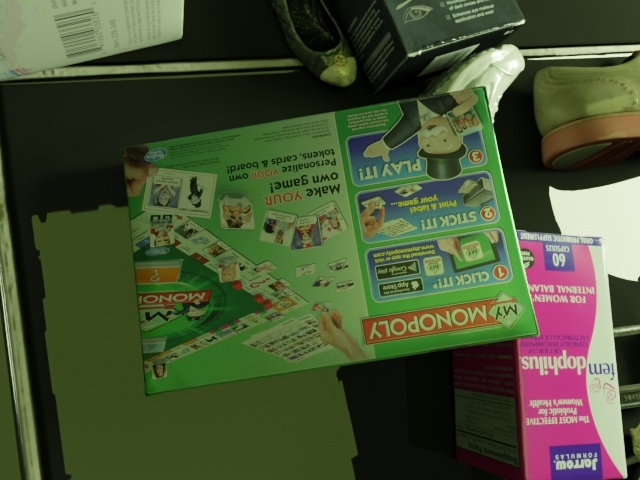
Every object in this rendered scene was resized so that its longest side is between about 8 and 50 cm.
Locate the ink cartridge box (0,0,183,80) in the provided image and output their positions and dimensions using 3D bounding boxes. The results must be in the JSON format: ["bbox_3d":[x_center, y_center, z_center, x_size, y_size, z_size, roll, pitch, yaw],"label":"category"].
[{"bbox_3d":[-0.262,-0.223,0.366,0.306,0.226,0.131,-21,85,-21],"label":"ink cartridge box"}]

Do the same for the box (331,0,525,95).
[{"bbox_3d":[0.107,-0.265,0.559,0.156,0.093,0.158,-22,87,-20],"label":"box"}]

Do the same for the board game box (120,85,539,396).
[{"bbox_3d":[0.000,0.000,0.441,0.317,0.046,0.213,-9,82,2],"label":"board game box"}]

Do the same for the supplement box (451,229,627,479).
[{"bbox_3d":[0.203,0.109,0.504,0.111,0.114,0.220,3,80,-17],"label":"supplement box"}]

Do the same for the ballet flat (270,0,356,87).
[{"bbox_3d":[-0.015,-0.238,0.539,0.057,0.049,0.173,-30,89,-20],"label":"ballet flat"}]

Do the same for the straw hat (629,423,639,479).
[{"bbox_3d":[0.370,0.223,0.554,0.144,0.144,0.061,-3,42,-18],"label":"straw hat"}]

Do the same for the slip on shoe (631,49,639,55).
[{"bbox_3d":[0.467,-0.213,0.685,0.135,0.051,0.041,16,81,-6],"label":"slip on shoe"}]

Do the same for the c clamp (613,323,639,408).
[{"bbox_3d":[0.359,0.121,0.588,0.161,0.022,0.137,-11,87,-8],"label":"c clamp"}]

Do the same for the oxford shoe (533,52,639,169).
[{"bbox_3d":[0.422,-0.174,0.607,0.348,0.123,0.130,-7,77,-10],"label":"oxford shoe"}]

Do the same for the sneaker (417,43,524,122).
[{"bbox_3d":[0.143,-0.114,0.553,0.232,0.090,0.115,-41,99,-11],"label":"sneaker"}]
